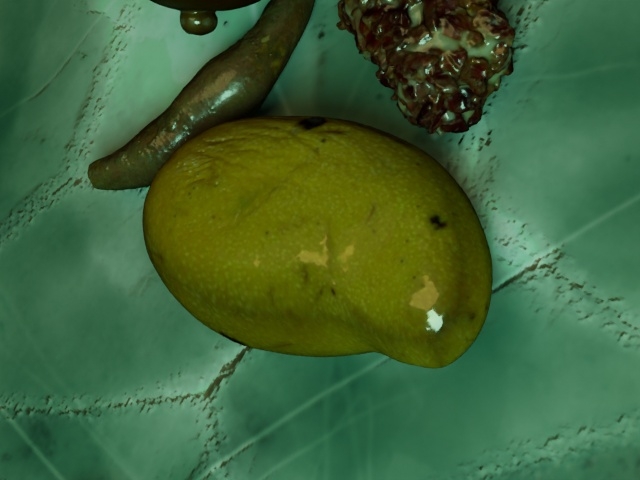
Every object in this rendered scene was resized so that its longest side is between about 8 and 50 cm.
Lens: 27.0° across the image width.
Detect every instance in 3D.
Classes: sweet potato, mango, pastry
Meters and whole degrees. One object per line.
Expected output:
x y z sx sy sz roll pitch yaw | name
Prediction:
-0.080 -0.120 1.066 0.255 0.058 0.078 -46 39 3 | sweet potato
0.001 0.002 0.944 0.295 0.120 0.177 19 76 31 | mango
0.067 -0.174 0.981 0.115 0.097 0.208 -28 60 7 | pastry

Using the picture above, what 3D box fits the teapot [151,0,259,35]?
-0.102 -0.230 1.053 0.252 0.178 0.135 -161 75 -68 | teapot
